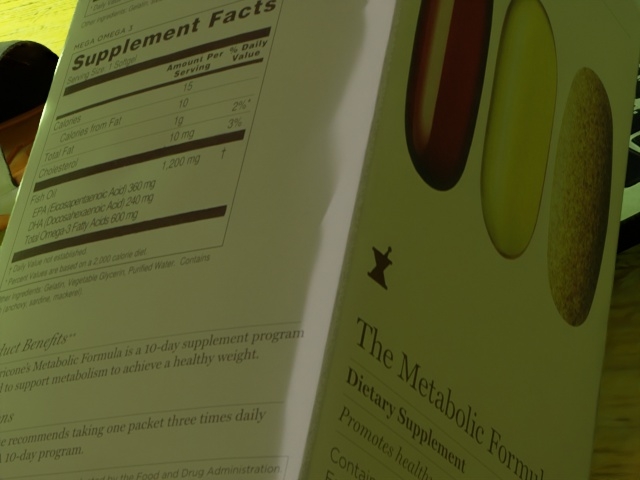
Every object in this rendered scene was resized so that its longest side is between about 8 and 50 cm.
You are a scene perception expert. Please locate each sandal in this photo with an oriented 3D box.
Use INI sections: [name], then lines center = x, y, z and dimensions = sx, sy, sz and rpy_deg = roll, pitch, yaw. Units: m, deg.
[sandal]
center = -0.200, -0.036, 0.789
dimensions = 0.265, 0.076, 0.102
rpy_deg = -21, 25, 15

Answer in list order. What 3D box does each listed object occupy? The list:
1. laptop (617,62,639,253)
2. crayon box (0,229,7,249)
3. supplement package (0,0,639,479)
[laptop]
center = 0.084, -0.179, 0.772
dimensions = 0.408, 0.236, 0.382
rpy_deg = -25, 22, -11
[crayon box]
center = -0.228, 0.062, 0.822
dimensions = 0.323, 0.083, 0.203
rpy_deg = -10, 29, 33
[supplement package]
center = 0.000, 0.000, 0.527
dimensions = 0.134, 0.139, 0.244
rpy_deg = -10, 56, 35
